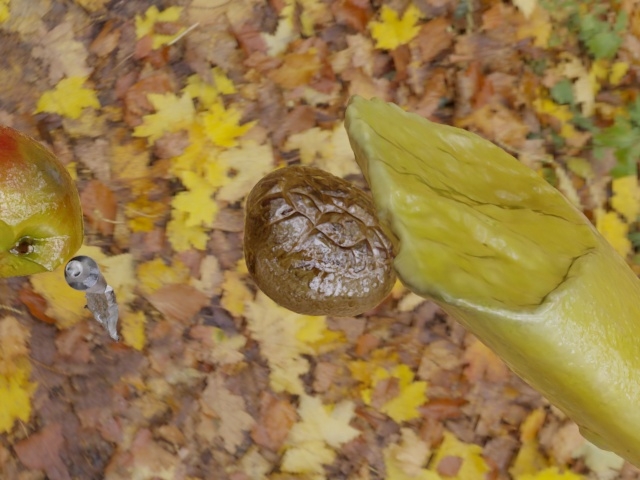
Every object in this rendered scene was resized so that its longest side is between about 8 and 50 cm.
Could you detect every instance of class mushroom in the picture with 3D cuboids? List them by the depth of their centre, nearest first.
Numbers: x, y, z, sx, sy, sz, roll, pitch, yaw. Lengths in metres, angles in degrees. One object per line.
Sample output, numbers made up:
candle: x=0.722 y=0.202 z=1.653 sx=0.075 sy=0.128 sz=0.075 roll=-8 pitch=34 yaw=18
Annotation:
mushroom: x=0.000 y=0.000 z=1.633 sx=0.253 sy=0.253 sz=0.153 roll=16 pitch=130 yaw=-21

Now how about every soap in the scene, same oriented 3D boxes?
soap: x=0.195 y=0.046 z=0.944 sx=0.115 sy=0.306 sz=0.427 roll=-43 pitch=132 yaw=12

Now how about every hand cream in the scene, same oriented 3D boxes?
hand cream: x=-0.339 y=0.078 z=1.732 sx=0.084 sy=0.257 sz=0.050 roll=42 pitch=74 yaw=16

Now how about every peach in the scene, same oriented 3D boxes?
peach: x=-0.227 y=-0.026 z=0.788 sx=0.151 sy=0.151 sz=0.118 roll=6 pitch=67 yaw=-21
